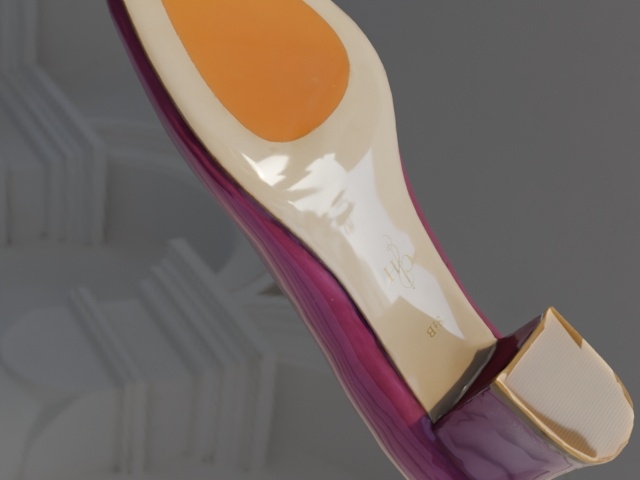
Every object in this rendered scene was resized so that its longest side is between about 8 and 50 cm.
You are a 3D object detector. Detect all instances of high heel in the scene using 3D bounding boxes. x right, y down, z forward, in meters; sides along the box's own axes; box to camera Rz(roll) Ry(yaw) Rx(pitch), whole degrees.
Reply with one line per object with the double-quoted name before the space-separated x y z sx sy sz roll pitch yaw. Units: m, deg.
"high heel" 0.000 0.000 0.452 0.244 0.082 0.117 44 -31 -2
